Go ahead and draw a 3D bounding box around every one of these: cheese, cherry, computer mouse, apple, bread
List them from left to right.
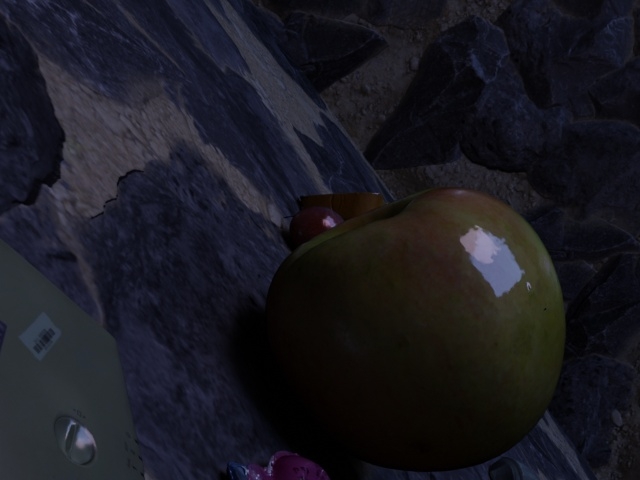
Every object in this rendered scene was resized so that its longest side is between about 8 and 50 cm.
[{"bbox_3d":[-0.024,0.213,0.640,0.145,0.038,0.095,32,23,-47],"label":"cheese"},{"bbox_3d":[0.005,-0.002,1.214,0.126,0.087,0.106,51,17,-7],"label":"cherry"},{"bbox_3d":[0.030,-0.016,1.441,0.160,0.169,0.140,16,-3,22],"label":"bread"},{"bbox_3d":[0.106,0.097,0.829,0.319,0.319,0.277,-53,120,-78],"label":"apple"},{"bbox_3d":[0.374,0.472,1.401,0.126,0.071,0.231,52,13,-14],"label":"computer mouse"}]

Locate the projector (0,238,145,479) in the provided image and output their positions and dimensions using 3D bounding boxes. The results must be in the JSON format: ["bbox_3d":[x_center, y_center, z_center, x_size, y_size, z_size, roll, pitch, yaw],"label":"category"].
[{"bbox_3d":[-0.154,0.105,0.299,0.193,0.088,0.270,49,14,-30],"label":"projector"}]
